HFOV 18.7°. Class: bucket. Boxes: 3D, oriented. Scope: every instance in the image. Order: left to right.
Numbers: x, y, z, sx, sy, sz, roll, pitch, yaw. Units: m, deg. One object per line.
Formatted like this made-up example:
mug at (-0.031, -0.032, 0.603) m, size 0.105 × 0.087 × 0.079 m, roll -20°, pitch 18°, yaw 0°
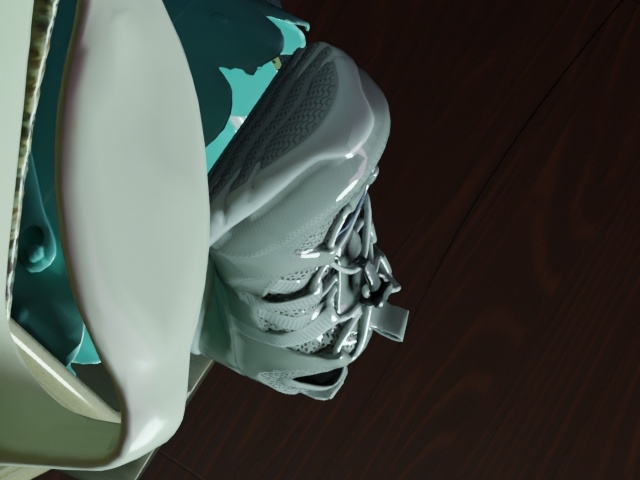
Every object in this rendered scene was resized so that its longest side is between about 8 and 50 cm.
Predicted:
bucket at (-0.149, -0.044, 0.954) m, size 0.281 × 0.183 × 0.281 m, roll -57°, pitch -179°, yaw 1°

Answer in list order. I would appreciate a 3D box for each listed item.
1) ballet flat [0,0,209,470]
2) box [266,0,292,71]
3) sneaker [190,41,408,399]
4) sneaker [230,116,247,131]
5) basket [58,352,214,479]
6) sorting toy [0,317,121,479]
ballet flat at (-0.129, 0.047, 0.575) m, size 0.164 × 0.182 × 0.483 m, roll -40°, pitch 145°, yaw -61°
box at (-0.079, -0.074, 1.400) m, size 0.059 × 0.183 × 0.233 m, roll -11°, pitch 159°, yaw -29°
sneaker at (0.000, 0.000, 0.898) m, size 0.105 × 0.115 × 0.281 m, roll -57°, pitch 179°, yaw -19°
sneaker at (-0.155, -0.024, 1.263) m, size 0.208 × 0.127 × 0.319 m, roll -50°, pitch -164°, yaw -19°
basket at (-0.175, 0.038, 1.151) m, size 0.204 × 0.227 × 0.154 m, roll -58°, pitch 180°, yaw 15°
sorting toy at (-0.256, 0.097, 0.777) m, size 0.307 × 0.041 × 0.229 m, roll -27°, pitch 149°, yaw 7°
